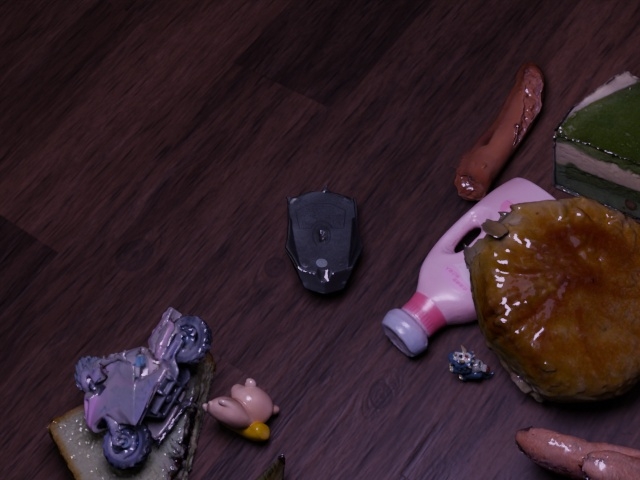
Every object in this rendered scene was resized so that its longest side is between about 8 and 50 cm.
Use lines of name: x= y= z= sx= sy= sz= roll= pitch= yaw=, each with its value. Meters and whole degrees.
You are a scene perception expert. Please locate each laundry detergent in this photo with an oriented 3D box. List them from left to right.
laundry detergent: x=0.237 y=0.046 z=1.753 sx=0.335 sy=0.088 sz=0.159 roll=-40 pitch=57 yaw=-13

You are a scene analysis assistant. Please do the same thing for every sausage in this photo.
sausage: x=0.311 y=-0.185 z=1.895 sx=0.078 sy=0.078 sz=0.304 roll=22 pitch=62 yaw=25

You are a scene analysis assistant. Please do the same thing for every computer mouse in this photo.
computer mouse: x=0.002 y=0.002 z=1.852 sx=0.126 sy=0.071 sz=0.231 roll=-2 pitch=48 yaw=-3

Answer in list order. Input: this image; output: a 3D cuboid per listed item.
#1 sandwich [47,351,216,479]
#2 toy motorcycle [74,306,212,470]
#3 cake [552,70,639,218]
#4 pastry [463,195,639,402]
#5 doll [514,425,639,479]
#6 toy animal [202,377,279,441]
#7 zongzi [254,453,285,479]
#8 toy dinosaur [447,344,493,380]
sandwich: x=-0.246 y=0.302 z=1.697 sx=0.288 sy=0.100 sz=0.254 roll=-36 pitch=50 yaw=-11
toy motorcycle: x=-0.284 y=0.196 z=1.656 sx=0.204 sy=0.108 sz=0.239 roll=24 pitch=63 yaw=34
cake: x=0.529 y=-0.134 z=1.758 sx=0.283 sy=0.158 sz=0.172 roll=25 pitch=65 yaw=25
pastry: x=0.373 y=0.077 z=1.630 sx=0.329 sy=0.136 sz=0.330 roll=1 pitch=73 yaw=-3
doll: x=0.395 y=0.344 z=1.479 sx=0.303 sy=0.201 sz=0.156 roll=14 pitch=85 yaw=27
toy animal: x=-0.121 y=0.248 z=1.701 sx=0.091 sy=0.114 sz=0.082 roll=9 pitch=68 yaw=56
zongzi: x=-0.065 y=0.447 z=1.552 sx=0.242 sy=0.112 sz=0.221 roll=-44 pitch=57 yaw=-16
toy dinosaur: x=0.224 y=0.188 z=1.676 sx=0.047 sy=0.083 sz=0.031 roll=-13 pitch=50 yaw=40
